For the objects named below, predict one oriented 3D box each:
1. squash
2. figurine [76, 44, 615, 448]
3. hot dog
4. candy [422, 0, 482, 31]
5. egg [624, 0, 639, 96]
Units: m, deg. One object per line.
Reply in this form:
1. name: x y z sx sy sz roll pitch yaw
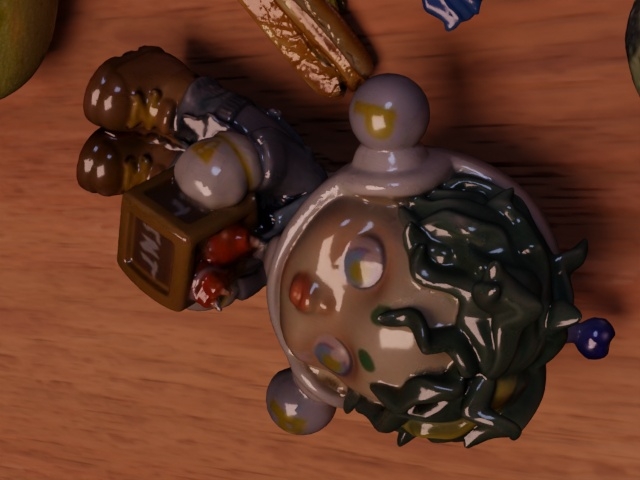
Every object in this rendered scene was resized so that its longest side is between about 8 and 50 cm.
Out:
1. squash: -0.257 -0.179 1.044 0.123 0.123 0.186 31 134 18
2. figurine: 0.000 -0.002 0.914 0.382 0.186 0.261 29 137 21
3. hot dog: -0.010 -0.151 0.929 0.133 0.041 0.056 50 138 -13
4. candy: 0.104 -0.247 0.689 0.187 0.077 0.331 55 137 2
5. egg: 0.236 -0.083 0.702 0.182 0.141 0.141 31 135 29
